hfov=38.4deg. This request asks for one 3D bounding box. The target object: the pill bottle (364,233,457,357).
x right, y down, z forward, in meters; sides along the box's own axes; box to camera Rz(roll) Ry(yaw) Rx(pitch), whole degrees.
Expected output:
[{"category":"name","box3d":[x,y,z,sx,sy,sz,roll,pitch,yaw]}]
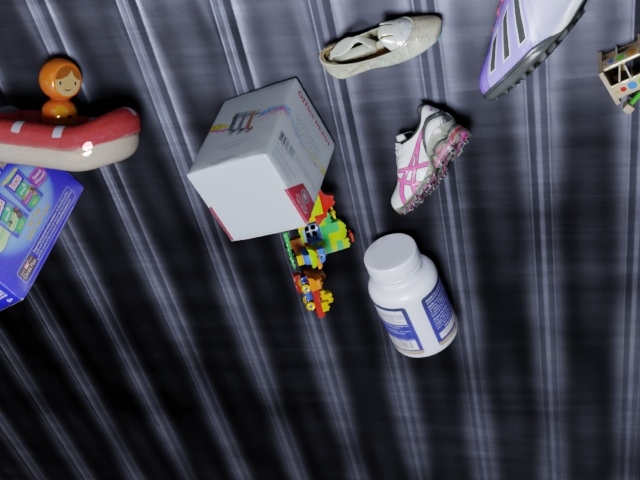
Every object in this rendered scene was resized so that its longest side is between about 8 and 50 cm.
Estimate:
[{"category":"pill bottle","box3d":[0.138,0.084,1.438,0.112,0.112,0.187,-9,130,22]}]

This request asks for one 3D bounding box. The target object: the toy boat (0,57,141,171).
[{"category":"toy boat","box3d":[-0.373,-0.185,1.321,0.231,0.151,0.151,7,105,8]}]

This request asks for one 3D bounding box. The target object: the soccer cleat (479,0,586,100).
[{"category":"soccer cleat","box3d":[0.259,-0.299,1.064,0.116,0.108,0.318,39,135,6]}]

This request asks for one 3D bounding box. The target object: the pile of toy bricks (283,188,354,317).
[{"category":"pile of toy bricks","box3d":[0.000,0.000,1.419,0.105,0.118,0.212,-17,114,-7]}]

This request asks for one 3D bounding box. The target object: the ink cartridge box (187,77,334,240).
[{"category":"ink cartridge box","box3d":[-0.076,-0.112,1.265,0.127,0.176,0.128,-12,128,28]}]

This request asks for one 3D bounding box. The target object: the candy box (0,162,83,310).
[{"category":"candy box","box3d":[-0.538,-0.083,1.350,0.122,0.268,0.317,-25,122,29]}]

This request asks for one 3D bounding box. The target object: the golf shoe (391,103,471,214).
[{"category":"golf shoe","box3d":[0.139,-0.114,1.293,0.086,0.067,0.186,43,138,13]}]

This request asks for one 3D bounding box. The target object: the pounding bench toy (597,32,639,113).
[{"category":"pounding bench toy","box3d":[0.392,-0.203,1.139,0.065,0.052,0.083,-23,124,31]}]

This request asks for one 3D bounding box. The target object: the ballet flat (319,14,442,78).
[{"category":"ballet flat","box3d":[0.073,-0.249,1.172,0.168,0.057,0.052,-19,154,29]}]
